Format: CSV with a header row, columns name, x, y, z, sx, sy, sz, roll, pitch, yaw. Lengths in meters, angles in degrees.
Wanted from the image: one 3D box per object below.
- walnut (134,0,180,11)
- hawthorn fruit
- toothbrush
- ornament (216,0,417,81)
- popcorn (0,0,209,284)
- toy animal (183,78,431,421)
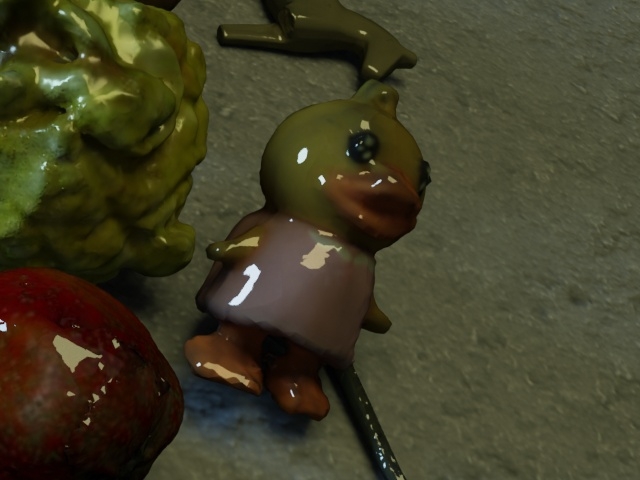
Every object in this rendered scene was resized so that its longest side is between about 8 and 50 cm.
name,x,y,z,sx,sy,sz,roll,pitch,yaw
walnut,-0.282,-0.357,1.242,0.308,0.354,0.398,-20,57,-10
hawthorn fruit,-0.213,0.099,0.939,0.181,0.181,0.235,-18,45,-43
toothbrush,0.047,0.174,1.118,0.030,0.030,0.297,-6,51,-24
ornament,-0.018,-0.272,1.533,0.245,0.061,0.230,-1,50,-29
popcorn,-0.206,-0.087,1.064,0.242,0.235,0.250,2,79,-36
toy animal,-0.001,-0.003,1.101,0.195,0.281,0.169,25,7,-35
